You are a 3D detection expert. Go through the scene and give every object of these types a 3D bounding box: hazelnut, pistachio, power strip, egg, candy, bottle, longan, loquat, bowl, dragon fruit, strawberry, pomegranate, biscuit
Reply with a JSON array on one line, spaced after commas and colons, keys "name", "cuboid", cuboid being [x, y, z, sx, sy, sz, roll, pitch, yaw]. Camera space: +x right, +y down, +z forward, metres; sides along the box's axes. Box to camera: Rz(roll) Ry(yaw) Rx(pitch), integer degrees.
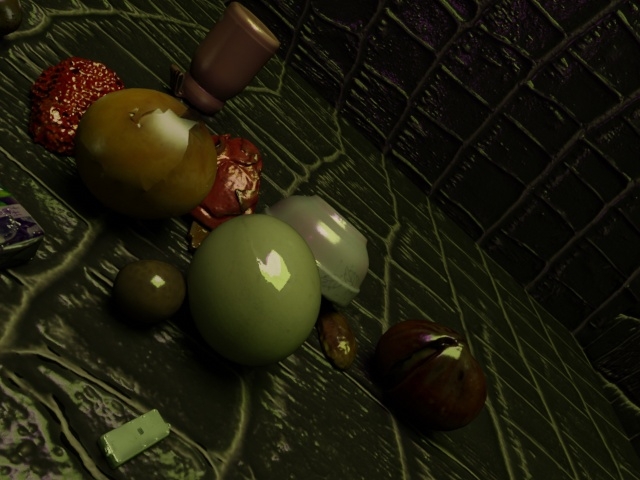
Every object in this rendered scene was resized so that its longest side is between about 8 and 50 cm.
[{"name": "hazelnut", "cuboid": [0.243, 0.281, 1.017, 0.251, 0.217, 0.217, 53, 26, 19]}, {"name": "pistachio", "cuboid": [0.041, 0.199, 1.015, 0.090, 0.049, 0.172, 27, 30, -36]}, {"name": "power strip", "cuboid": [-0.226, 0.240, 0.574, 0.040, 0.016, 0.090, 52, 26, 14]}, {"name": "egg", "cuboid": [-0.108, 0.075, 0.773, 0.219, 0.219, 0.269, 24, 29, -39]}, {"name": "candy", "cuboid": [-0.497, -0.091, 0.614, 0.312, 0.061, 0.088, 47, 27, 5]}, {"name": "bottle", "cuboid": [-0.281, -0.507, 1.323, 0.206, 0.297, 0.173, 12, 40, -58]}, {"name": "longan", "cuboid": [-0.255, 0.071, 0.702, 0.114, 0.092, 0.113, 24, 26, -13]}, {"name": "loquat", "cuboid": [-0.297, -0.147, 0.816, 0.235, 0.235, 0.235, 35, 26, -20]}, {"name": "bowl", "cuboid": [0.000, 0.000, 1.054, 0.287, 0.143, 0.287, 41, 6, -5]}, {"name": "dragon fruit", "cuboid": [-0.236, -0.168, 1.017, 0.205, 0.152, 0.316, 23, 28, -33]}, {"name": "strawberry", "cuboid": [-0.453, -0.273, 0.914, 0.188, 0.106, 0.286, 31, 28, -25]}, {"name": "pomegranate", "cuboid": [-0.649, -0.446, 0.894, 0.142, 0.114, 0.114, -31, 76, -39]}, {"name": "biscuit", "cuboid": [-0.221, 0.013, 0.933, 0.129, 0.019, 0.119, 54, 26, 19]}]
